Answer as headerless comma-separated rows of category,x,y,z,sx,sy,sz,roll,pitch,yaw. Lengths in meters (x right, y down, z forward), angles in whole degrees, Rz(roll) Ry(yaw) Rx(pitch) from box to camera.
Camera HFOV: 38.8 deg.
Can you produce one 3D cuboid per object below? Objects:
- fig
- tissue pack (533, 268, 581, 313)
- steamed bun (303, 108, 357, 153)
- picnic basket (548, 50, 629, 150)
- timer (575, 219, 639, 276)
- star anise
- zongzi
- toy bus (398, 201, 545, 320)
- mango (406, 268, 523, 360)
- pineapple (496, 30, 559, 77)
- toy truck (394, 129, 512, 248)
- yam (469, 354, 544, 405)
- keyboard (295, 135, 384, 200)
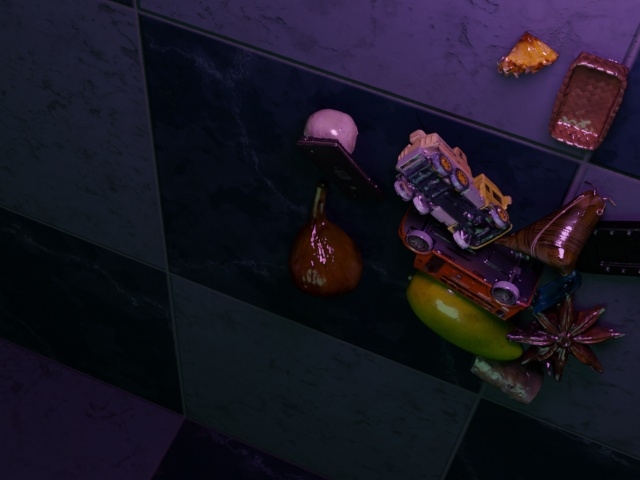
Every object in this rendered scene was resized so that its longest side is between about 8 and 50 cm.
fig,0.013,-0.006,2.234,0.191,0.191,0.290,4,98,30
tissue pack,0.529,0.109,2.012,0.028,0.138,0.085,52,165,40
steamed bun,0.021,-0.232,1.942,0.112,0.091,0.130,12,166,16
picnic basket,0.484,-0.253,1.642,0.110,0.055,0.193,22,145,11
timer,0.613,0.012,1.895,0.187,0.055,0.144,3,136,37
star anise,0.576,0.214,2.151,0.272,0.102,0.272,3,118,6
zongzi,0.472,-0.041,1.854,0.184,0.187,0.084,25,166,43
toy bus,0.322,0.035,2.029,0.329,0.143,0.153,31,149,-1
mango,0.358,0.178,2.186,0.343,0.156,0.192,37,156,-17
pineapple,0.356,-0.329,1.639,0.114,0.114,0.077,-20,87,66
toy truck,0.273,-0.114,1.880,0.272,0.157,0.124,38,129,-26
yam,0.472,0.333,2.346,0.194,0.107,0.107,32,145,-5
keyboard,0.047,-0.154,1.977,0.106,0.027,0.317,5,164,24
